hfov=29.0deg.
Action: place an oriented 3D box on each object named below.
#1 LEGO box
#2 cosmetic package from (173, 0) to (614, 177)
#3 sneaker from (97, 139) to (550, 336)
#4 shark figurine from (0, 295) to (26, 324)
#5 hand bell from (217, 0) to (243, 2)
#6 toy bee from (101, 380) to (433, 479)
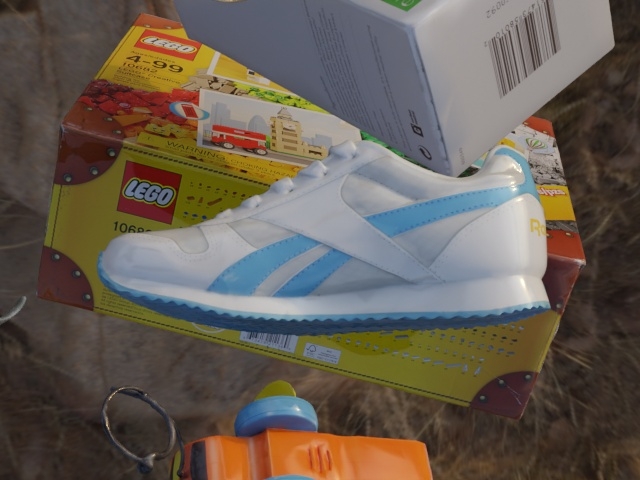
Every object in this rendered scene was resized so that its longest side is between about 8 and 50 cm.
[{"bbox_3d":[-0.003,-0.042,1.318,0.500,0.372,0.193,14,117,-3],"label":"LEGO box"},{"bbox_3d":[0.036,-0.219,1.021,0.197,0.155,0.365,-40,46,-19],"label":"cosmetic package"},{"bbox_3d":[0.000,0.000,0.635,0.228,0.087,0.092,-2,81,3],"label":"sneaker"},{"bbox_3d":[-0.376,0.030,0.981,0.278,0.116,0.166,26,61,36],"label":"shark figurine"},{"bbox_3d":[-0.133,-0.233,0.883,0.242,0.126,0.126,12,89,50],"label":"hand bell"},{"bbox_3d":[-0.063,0.198,1.048,0.298,0.195,0.162,31,132,-12],"label":"toy bee"}]
